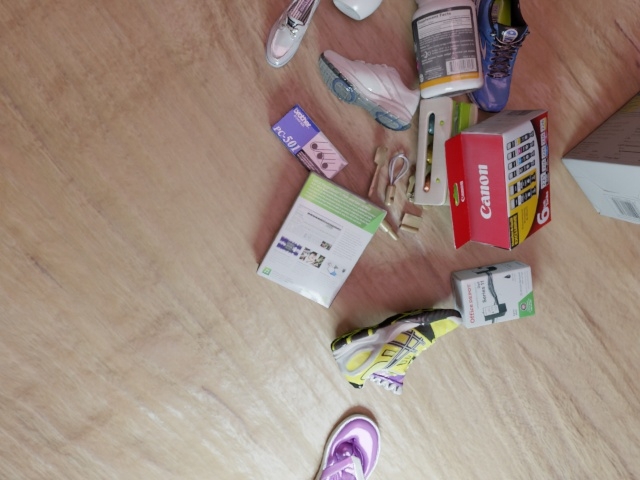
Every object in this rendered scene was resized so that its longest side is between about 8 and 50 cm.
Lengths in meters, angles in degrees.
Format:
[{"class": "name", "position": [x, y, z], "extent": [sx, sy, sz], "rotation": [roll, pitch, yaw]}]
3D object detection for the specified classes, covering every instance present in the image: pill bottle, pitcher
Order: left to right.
[{"class": "pitcher", "position": [0.102, -0.669, 1.244], "extent": [0.177, 0.125, 0.207], "rotation": [25, 100, -41]}, {"class": "pill bottle", "position": [0.318, -0.511, 1.292], "extent": [0.162, 0.162, 0.279], "rotation": [-9, 97, -4]}]

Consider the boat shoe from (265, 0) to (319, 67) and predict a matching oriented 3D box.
[{"class": "boat shoe", "position": [-0.074, -0.549, 1.288], "extent": [0.083, 0.076, 0.226], "rotation": [26, 97, -10]}]

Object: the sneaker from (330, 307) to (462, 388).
[{"class": "sneaker", "position": [0.221, 0.287, 1.418], "extent": [0.384, 0.145, 0.147], "rotation": [-17, 86, -11]}]

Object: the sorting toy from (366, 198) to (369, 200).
[{"class": "sorting toy", "position": [0.097, -0.083, 1.427], "extent": [0.083, 0.012, 0.062], "rotation": [-6, 102, -5]}]

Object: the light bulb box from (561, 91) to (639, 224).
[{"class": "light bulb box", "position": [0.907, -0.235, 1.309], "extent": [0.361, 0.358, 0.225], "rotation": [-40, 104, 4]}]

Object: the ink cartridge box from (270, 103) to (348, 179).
[{"class": "ink cartridge box", "position": [-0.029, -0.252, 1.365], "extent": [0.097, 0.046, 0.207], "rotation": [-41, 102, 2]}]

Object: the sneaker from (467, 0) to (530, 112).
[{"class": "sneaker", "position": [0.451, -0.498, 1.318], "extent": [0.129, 0.147, 0.330], "rotation": [-5, 103, -5]}]

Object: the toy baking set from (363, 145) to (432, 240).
[{"class": "toy baking set", "position": [0.206, -0.129, 1.422], "extent": [0.256, 0.030, 0.197], "rotation": [41, 87, -18]}]

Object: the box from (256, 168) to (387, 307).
[{"class": "box", "position": [0.000, 0.000, 1.388], "extent": [0.232, 0.058, 0.322], "rotation": [27, 107, -12]}]

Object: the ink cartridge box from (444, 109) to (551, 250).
[{"class": "ink cartridge box", "position": [0.460, -0.147, 1.309], "extent": [0.271, 0.130, 0.310], "rotation": [-29, 118, -31]}]

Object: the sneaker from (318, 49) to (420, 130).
[{"class": "sneaker", "position": [0.129, -0.409, 1.337], "extent": [0.297, 0.111, 0.129], "rotation": [31, 81, -15]}]

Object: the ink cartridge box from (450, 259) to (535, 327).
[{"class": "ink cartridge box", "position": [0.496, 0.155, 1.477], "extent": [0.208, 0.087, 0.153], "rotation": [-11, 101, -3]}]

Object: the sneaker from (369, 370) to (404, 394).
[{"class": "sneaker", "position": [0.154, 0.353, 1.482], "extent": [0.236, 0.095, 0.105], "rotation": [28, 90, -15]}]

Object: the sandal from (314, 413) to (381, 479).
[{"class": "sandal", "position": [0.068, 0.724, 1.532], "extent": [0.169, 0.102, 0.416], "rotation": [23, 97, -10]}]

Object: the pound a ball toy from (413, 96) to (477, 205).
[{"class": "pound a ball toy", "position": [0.347, -0.207, 1.385], "extent": [0.208, 0.135, 0.319], "rotation": [-3, 98, -41]}]
